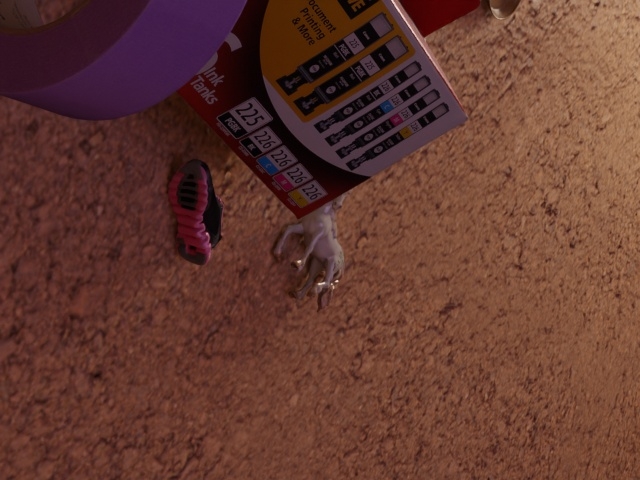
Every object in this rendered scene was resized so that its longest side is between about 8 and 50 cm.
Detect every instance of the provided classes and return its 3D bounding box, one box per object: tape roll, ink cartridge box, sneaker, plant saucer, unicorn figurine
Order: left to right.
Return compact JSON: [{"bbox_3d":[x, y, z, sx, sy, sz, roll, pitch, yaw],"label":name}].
[{"bbox_3d":[-0.174,-0.230,1.046,0.090,0.275,0.274,15,95,-55],"label":"tape roll"},{"bbox_3d":[-0.118,-0.035,1.436,0.057,0.047,0.119,-43,145,-43],"label":"sneaker"},{"bbox_3d":[0.000,0.000,1.610,0.111,0.060,0.162,-49,157,-28],"label":"unicorn figurine"},{"bbox_3d":[0.008,-0.199,1.326,0.272,0.130,0.309,-31,144,10],"label":"ink cartridge box"},{"bbox_3d":[0.229,-0.318,1.787,0.083,0.015,0.083,-29,129,-43],"label":"plant saucer"}]
